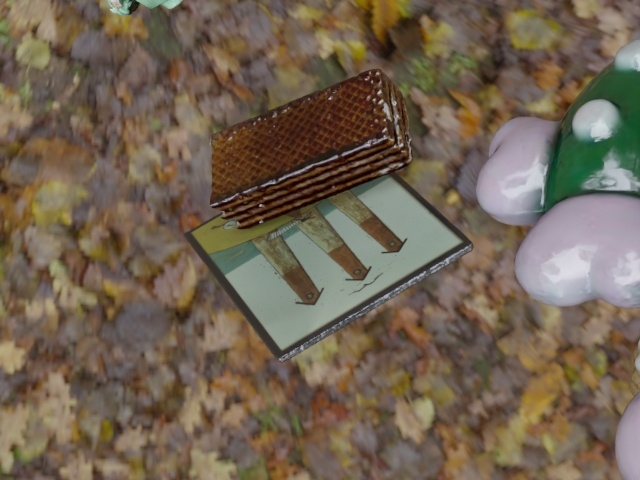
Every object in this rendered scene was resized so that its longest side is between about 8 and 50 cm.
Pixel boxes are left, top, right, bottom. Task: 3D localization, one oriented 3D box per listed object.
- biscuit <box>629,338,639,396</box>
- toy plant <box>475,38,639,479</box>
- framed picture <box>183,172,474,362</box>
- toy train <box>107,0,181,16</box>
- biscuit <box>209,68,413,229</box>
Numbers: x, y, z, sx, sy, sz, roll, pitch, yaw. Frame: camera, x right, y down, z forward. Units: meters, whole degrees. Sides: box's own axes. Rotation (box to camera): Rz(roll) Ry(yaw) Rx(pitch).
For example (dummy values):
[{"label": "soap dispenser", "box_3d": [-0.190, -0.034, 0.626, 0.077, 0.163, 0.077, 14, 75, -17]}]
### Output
[{"label": "biscuit", "box_3d": [0.450, 0.142, 1.730, 0.208, 0.181, 0.049, 12, 131, 11]}, {"label": "toy plant", "box_3d": [0.176, -0.009, 0.439, 0.233, 0.243, 0.112, -23, 131, 0]}, {"label": "framed picture", "box_3d": [0.000, 0.000, 1.764, 0.244, 0.324, 0.013, -31, 122, -8]}, {"label": "toy train", "box_3d": [-0.183, -0.276, 1.355, 0.074, 0.118, 0.176, -17, 147, 40]}, {"label": "biscuit", "box_3d": [-0.018, -0.101, 1.786, 0.252, 0.106, 0.070, -20, 143, 23]}]
